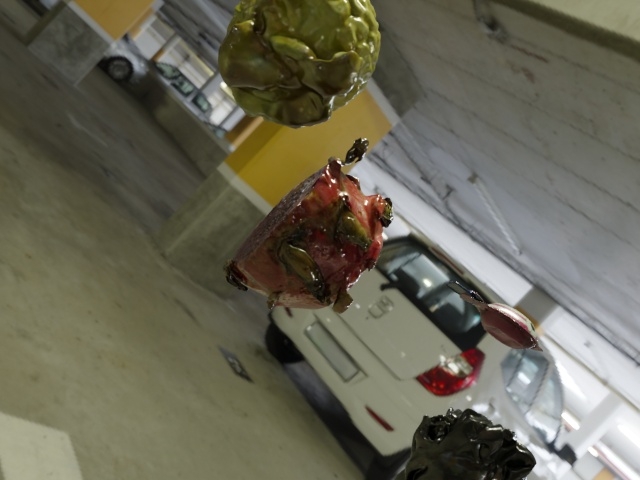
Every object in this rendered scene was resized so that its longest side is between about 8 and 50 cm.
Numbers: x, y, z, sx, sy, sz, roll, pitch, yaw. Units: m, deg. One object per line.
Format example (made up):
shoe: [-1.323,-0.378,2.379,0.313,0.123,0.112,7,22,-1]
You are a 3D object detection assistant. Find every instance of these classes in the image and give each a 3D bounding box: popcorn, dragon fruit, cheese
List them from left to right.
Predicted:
popcorn: [-0.026,-0.263,0.935,0.251,0.237,0.206,-112,-177,-59]
dragon fruit: [0.000,0.000,0.907,0.147,0.282,0.211,46,13,-11]
cheese: [0.372,0.160,1.402,0.244,0.062,0.155,37,-10,-1]

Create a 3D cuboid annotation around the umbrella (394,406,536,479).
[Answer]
umbrella: [0.092,0.284,0.603,0.122,0.272,0.110,27,-12,13]
